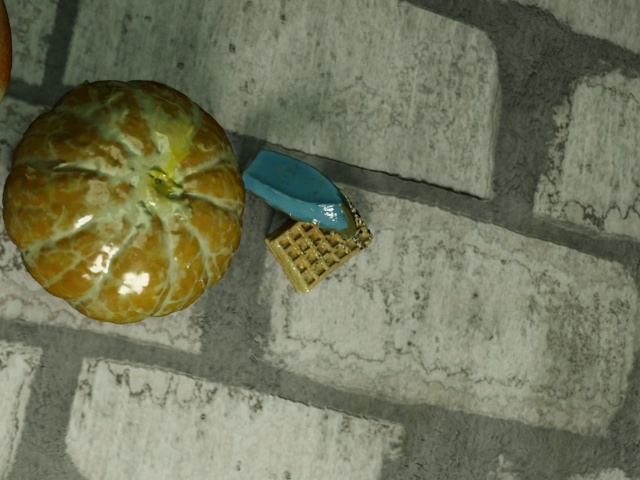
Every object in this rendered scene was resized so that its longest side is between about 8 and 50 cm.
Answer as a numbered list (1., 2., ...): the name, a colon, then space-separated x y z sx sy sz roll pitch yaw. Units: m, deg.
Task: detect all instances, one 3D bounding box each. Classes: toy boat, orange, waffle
1. toy boat: -0.029 -0.062 2.111 0.186 0.077 0.075 24 61 14
2. orange: -0.258 -0.051 1.938 0.329 0.249 0.329 1 89 -27
3. waffle: 0.000 0.000 2.156 0.148 0.042 0.102 -37 97 -25

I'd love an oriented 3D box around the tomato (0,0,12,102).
1. tomato: -0.529 -0.226 1.787 0.304 0.239 0.303 -3 106 -12
